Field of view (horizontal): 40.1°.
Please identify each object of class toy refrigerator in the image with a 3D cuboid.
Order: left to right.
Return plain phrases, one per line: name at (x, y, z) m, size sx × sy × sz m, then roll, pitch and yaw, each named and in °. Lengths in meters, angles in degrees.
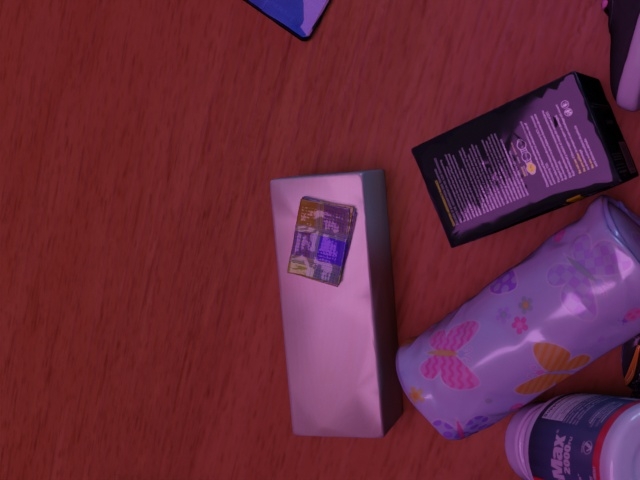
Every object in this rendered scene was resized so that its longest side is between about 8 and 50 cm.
toy refrigerator at (0.021, 0.063, 0.930) m, size 0.102 × 0.094 × 0.270 m, roll -4°, pitch 96°, yaw 20°

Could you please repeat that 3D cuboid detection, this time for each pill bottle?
pill bottle at (0.245, 0.191, 0.781) m, size 0.180 × 0.107 × 0.108 m, roll 162°, pitch 92°, yaw -70°

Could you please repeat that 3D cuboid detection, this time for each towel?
towel at (0.000, 0.000, 0.873) m, size 0.060 × 0.009 × 0.083 m, roll 16°, pitch 102°, yaw 16°

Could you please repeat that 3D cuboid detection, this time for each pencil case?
pencil case at (0.197, 0.075, 0.825) m, size 0.273 × 0.113 × 0.124 m, roll -42°, pitch 42°, yaw 26°

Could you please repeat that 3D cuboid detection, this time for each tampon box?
tampon box at (0.189, -0.072, 0.805) m, size 0.161 × 0.120 × 0.102 m, roll -24°, pitch 86°, yaw 28°

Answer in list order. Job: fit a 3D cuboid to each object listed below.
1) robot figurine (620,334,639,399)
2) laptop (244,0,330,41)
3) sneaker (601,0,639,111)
robot figurine at (0.390, 0.172, 0.757) m, size 0.211 × 0.085 × 0.291 m, roll -30°, pitch 84°, yaw 26°
laptop at (-0.103, -0.478, 0.842) m, size 0.382 × 0.408 × 0.236 m, roll 38°, pitch 78°, yaw 17°
sneaker at (0.248, -0.264, 0.763) m, size 0.146 × 0.104 × 0.296 m, roll 11°, pitch 96°, yaw 27°
